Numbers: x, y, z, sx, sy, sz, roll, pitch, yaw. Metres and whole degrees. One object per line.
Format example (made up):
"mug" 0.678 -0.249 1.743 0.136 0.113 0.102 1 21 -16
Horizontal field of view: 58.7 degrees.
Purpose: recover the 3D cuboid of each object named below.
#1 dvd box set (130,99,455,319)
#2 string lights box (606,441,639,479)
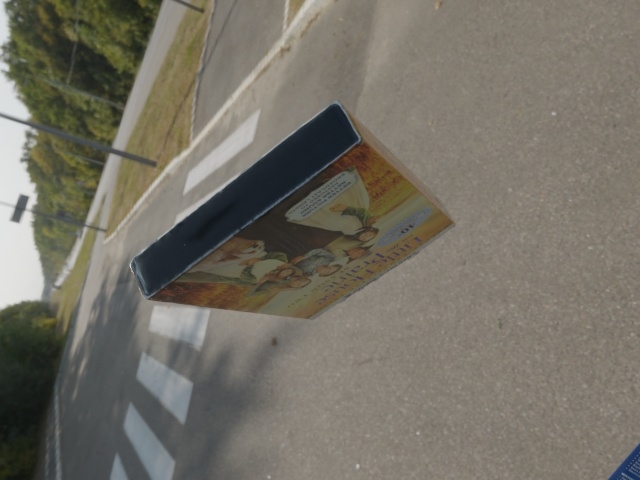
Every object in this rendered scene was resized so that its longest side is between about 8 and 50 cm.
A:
"dvd box set" 0.000 0.000 0.783 0.307 0.420 0.062 -34 67 15
"string lights box" 0.354 0.258 0.537 0.133 0.259 0.077 32 148 47
